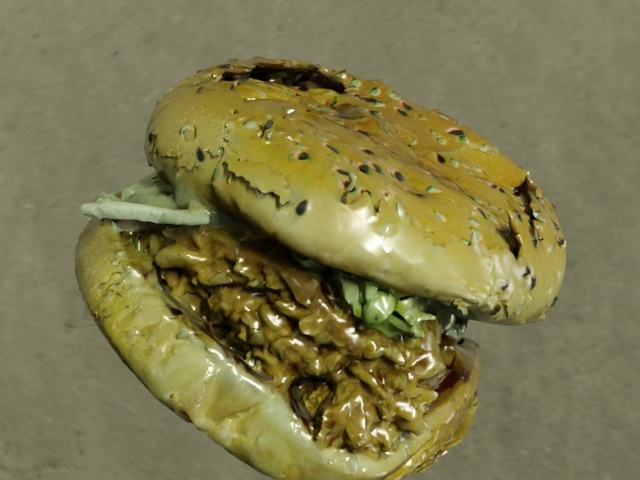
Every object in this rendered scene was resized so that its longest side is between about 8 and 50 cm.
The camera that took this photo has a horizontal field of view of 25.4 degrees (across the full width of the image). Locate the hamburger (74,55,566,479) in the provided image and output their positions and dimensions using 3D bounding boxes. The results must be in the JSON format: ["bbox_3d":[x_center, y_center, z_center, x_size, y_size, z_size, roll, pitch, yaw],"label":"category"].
[{"bbox_3d":[0.000,0.000,0.513,0.185,0.177,0.113,19,115,-39],"label":"hamburger"}]
